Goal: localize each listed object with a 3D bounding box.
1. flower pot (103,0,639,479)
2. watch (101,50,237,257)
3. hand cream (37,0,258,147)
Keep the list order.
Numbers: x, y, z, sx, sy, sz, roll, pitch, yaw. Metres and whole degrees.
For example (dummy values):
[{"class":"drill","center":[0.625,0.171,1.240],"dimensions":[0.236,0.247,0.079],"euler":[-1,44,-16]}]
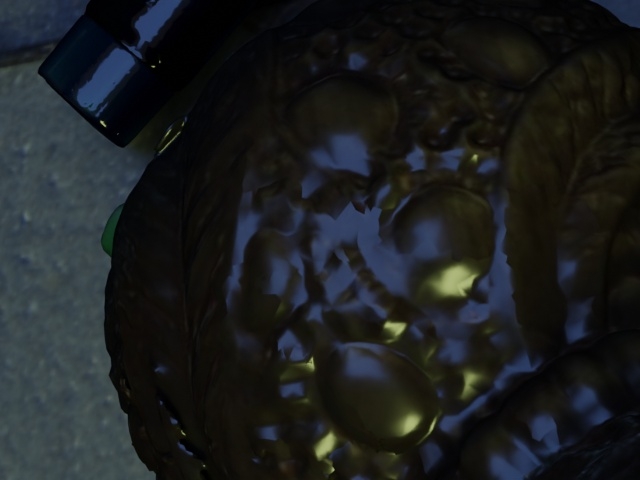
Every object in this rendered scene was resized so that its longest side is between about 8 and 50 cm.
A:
[{"class":"flower pot","center":[0.082,0.071,0.609],"dimensions":[0.266,0.266,0.267],"euler":[-45,39,8]},{"class":"watch","center":[0.000,0.000,0.832],"dimensions":[0.152,0.131,0.165],"euler":[28,81,21]},{"class":"hand cream","center":[-0.049,-0.174,0.975],"dimensions":[0.270,0.061,0.120],"euler":[-48,39,-2]}]
